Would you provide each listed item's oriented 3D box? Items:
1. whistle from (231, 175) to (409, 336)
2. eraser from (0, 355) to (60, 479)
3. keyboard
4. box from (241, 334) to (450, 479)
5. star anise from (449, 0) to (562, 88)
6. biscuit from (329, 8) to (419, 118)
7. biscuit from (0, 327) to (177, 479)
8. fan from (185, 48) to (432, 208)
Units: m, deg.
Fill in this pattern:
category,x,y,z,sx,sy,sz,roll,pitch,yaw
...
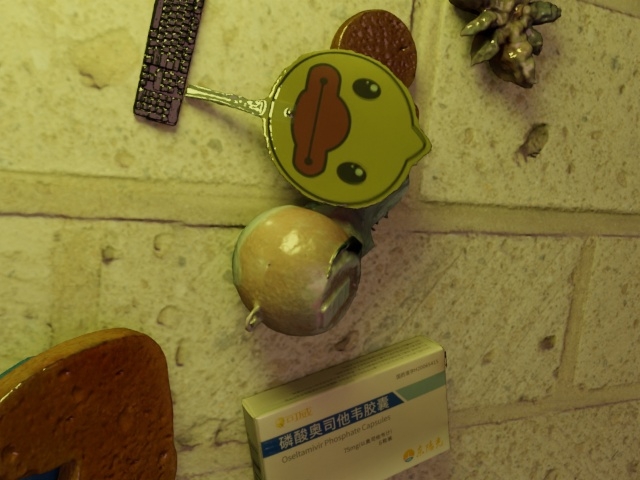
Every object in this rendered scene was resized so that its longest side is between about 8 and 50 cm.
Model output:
category,x,y,z,sx,sy,sz,roll,pitch,yaw
whistle,0.000,0.000,0.861,0.348,0.189,0.189,-44,119,-33
eraser,-0.344,0.308,0.742,0.043,0.144,0.311,-4,110,18
keyboard,-0.187,-0.245,0.770,0.060,0.018,0.195,11,96,-27
box,0.054,0.300,0.990,0.343,0.065,0.200,-14,107,-25
star anise,0.292,-0.353,0.957,0.229,0.093,0.236,-16,107,-24
biscuit,0.070,-0.216,0.900,0.180,0.039,0.236,9,97,-25
biscuit,-0.288,0.250,0.746,0.262,0.052,0.277,-28,120,-54
fan,-0.011,-0.163,0.816,0.335,0.011,0.229,12,74,-8
